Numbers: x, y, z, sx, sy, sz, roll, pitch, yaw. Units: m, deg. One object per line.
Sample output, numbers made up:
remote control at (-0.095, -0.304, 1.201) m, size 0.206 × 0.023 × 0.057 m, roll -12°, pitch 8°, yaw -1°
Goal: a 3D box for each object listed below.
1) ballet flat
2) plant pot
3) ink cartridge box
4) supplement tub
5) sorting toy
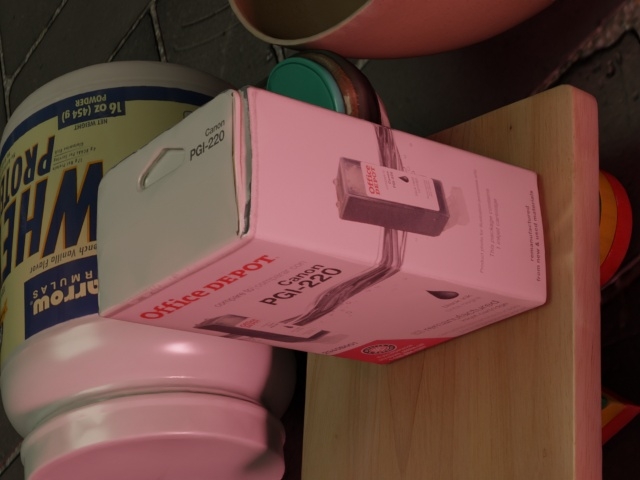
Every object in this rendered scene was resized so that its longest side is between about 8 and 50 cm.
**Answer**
ballet flat at (-0.012, -0.074, 0.955) m, size 0.280 × 0.096 × 0.095 m, roll -5°, pitch 87°, yaw 62°
plant pot at (0.085, -0.246, 0.964) m, size 0.284 × 0.191 × 0.284 m, roll -23°, pitch 61°, yaw 48°
ink cartridge box at (0.000, 0.000, 0.811) m, size 0.158 × 0.218 × 0.092 m, roll -27°, pitch 57°, yaw 47°
supplement tub at (-0.143, 0.044, 1.138) m, size 0.235 × 0.235 × 0.325 m, roll -37°, pitch 50°, yaw 42°
sorting toy at (0.102, 0.061, 0.917) m, size 0.255 × 0.089 × 0.257 m, roll -18°, pitch 63°, yaw 50°
